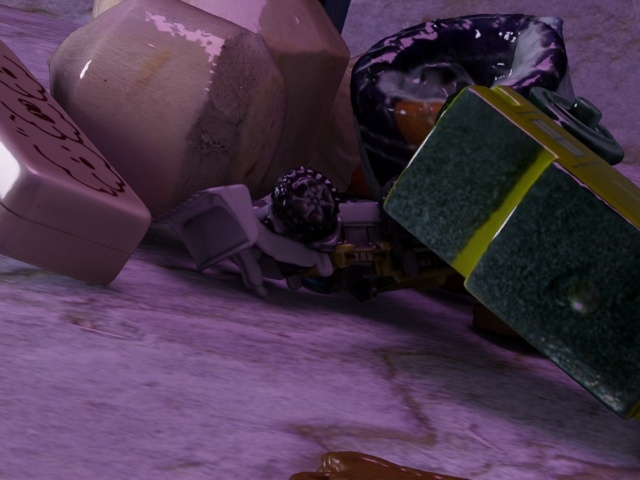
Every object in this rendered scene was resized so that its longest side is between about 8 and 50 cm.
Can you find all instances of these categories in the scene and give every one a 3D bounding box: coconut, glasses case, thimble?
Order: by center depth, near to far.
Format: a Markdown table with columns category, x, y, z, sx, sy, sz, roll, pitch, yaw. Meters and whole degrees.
| category | x | y | z | sx | sy | sz | roll | pitch | yaw |
| --- | --- | --- | --- | --- | --- | --- | --- | --- | --- |
| glasses case | -0.278 | -0.092 | 1.482 | 0.144 | 0.076 | 0.336 | 20 | 19 | -46 |
| coconut | -0.156 | -0.127 | 1.665 | 0.234 | 0.224 | 0.224 | 11 | 8 | 14 |
| thimble | 0.149 | -0.126 | 1.725 | 0.237 | 0.150 | 0.237 | -9 | 32 | 5 |
| coconut | -0.118 | -0.200 | 1.895 | 0.328 | 0.329 | 0.329 | 16 | 10 | -3 |

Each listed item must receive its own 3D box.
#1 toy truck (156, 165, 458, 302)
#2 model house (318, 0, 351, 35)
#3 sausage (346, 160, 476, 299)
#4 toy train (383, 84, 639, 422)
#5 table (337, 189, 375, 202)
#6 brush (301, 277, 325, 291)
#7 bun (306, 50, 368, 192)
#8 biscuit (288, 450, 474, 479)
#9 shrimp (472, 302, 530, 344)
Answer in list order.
| category | x | y | z | sx | sy | sz | roll | pitch | yaw |
| --- | --- | --- | --- | --- | --- | --- | --- | --- | --- |
| toy truck | 0.000 | 0.000 | 1.592 | 0.286 | 0.111 | 0.136 | 0 | -15 | -31 |
| model house | -0.148 | -0.292 | 2.272 | 0.339 | 0.360 | 0.297 | 16 | 11 | 7 |
| sausage | 0.141 | -0.027 | 1.849 | 0.268 | 0.153 | 0.141 | 26 | -29 | 48 |
| toy train | 0.249 | 0.026 | 1.457 | 0.442 | 0.179 | 0.272 | 40 | 18 | 15 |
| table | 0.006 | -0.014 | 1.775 | 0.070 | 0.083 | 0.082 | 8 | 9 | -32 |
| brush | -0.040 | 0.011 | 1.728 | 0.043 | 0.032 | 0.193 | 15 | 21 | -33 |
| bun | 0.102 | -0.110 | 2.039 | 0.259 | 0.259 | 0.160 | 17 | 15 | 1 |
| biscuit | 0.067 | 0.172 | 0.978 | 0.184 | 0.035 | 0.249 | 16 | 10 | -2 |
| shrimp | 0.260 | 0.076 | 1.742 | 0.262 | 0.066 | 0.117 | 9 | 12 | -45 |
